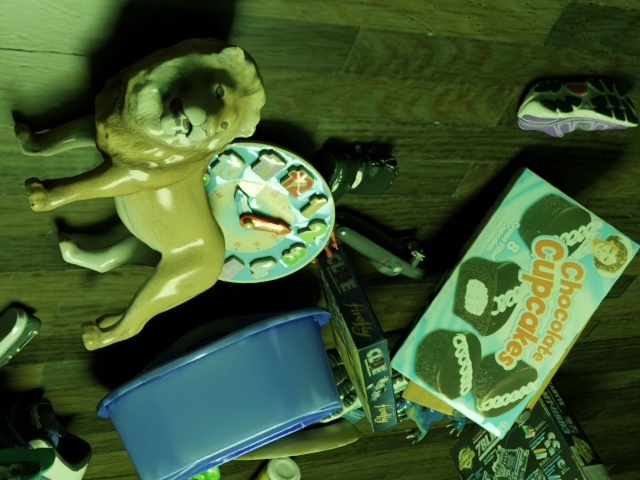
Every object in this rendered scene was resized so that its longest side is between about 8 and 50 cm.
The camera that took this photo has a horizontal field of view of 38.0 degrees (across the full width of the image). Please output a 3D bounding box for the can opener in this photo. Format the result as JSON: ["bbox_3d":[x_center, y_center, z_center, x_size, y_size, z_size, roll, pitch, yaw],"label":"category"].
[{"bbox_3d":[0.079,0.011,1.245,0.073,0.059,0.186,-39,141,19],"label":"can opener"}]

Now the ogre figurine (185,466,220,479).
[{"bbox_3d":[-0.226,0.402,1.522,0.118,0.097,0.197,-21,156,-25],"label":"ogre figurine"}]

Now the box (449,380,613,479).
[{"bbox_3d":[0.396,0.447,1.760,0.073,0.293,0.295,4,134,-31],"label":"box"}]

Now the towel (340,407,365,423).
[{"bbox_3d":[0.018,0.319,1.611,0.119,0.029,0.067,-39,140,18],"label":"towel"}]

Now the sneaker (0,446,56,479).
[{"bbox_3d":[-0.415,0.262,1.116,0.178,0.295,0.124,-16,179,-23],"label":"sneaker"}]

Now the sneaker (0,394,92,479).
[{"bbox_3d":[-0.446,0.285,1.247,0.315,0.127,0.182,14,117,-35],"label":"sneaker"}]

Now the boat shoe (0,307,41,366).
[{"bbox_3d":[-0.398,0.138,1.139,0.142,0.049,0.040,-41,141,17],"label":"boat shoe"}]

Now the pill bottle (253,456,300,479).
[{"bbox_3d":[-0.089,0.443,1.671,0.065,0.065,0.116,5,134,-34],"label":"pill bottle"}]

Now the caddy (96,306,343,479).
[{"bbox_3d":[-0.130,0.197,1.263,0.341,0.179,0.241,-24,167,-2],"label":"caddy"}]

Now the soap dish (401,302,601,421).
[{"bbox_3d":[0.281,0.145,1.413,0.229,0.118,0.291,15,110,-41],"label":"soap dish"}]

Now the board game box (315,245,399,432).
[{"bbox_3d":[0.053,0.142,1.302,0.042,0.165,0.243,-20,144,-6],"label":"board game box"}]

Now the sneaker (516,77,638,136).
[{"bbox_3d":[0.325,-0.164,1.183,0.170,0.068,0.071,2,152,-19],"label":"sneaker"}]

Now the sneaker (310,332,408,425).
[{"bbox_3d":[0.038,0.237,1.468,0.275,0.107,0.110,-14,151,-14],"label":"sneaker"}]

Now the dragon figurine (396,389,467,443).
[{"bbox_3d":[0.222,0.273,1.622,0.289,0.085,0.144,-5,139,-23],"label":"dragon figurine"}]

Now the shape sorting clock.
[{"bbox_3d":[-0.086,-0.027,1.081,0.206,0.040,0.206,-4,127,-5],"label":"shape sorting clock"}]

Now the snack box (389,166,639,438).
[{"bbox_3d":[0.258,0.084,1.260,0.322,0.187,0.060,-56,-178,6],"label":"snack box"}]

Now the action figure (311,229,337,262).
[{"bbox_3d":[0.000,0.000,1.185,0.038,0.030,0.115,-16,159,-4],"label":"action figure"}]

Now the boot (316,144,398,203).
[{"bbox_3d":[0.033,-0.066,1.141,0.099,0.045,0.121,-2,140,-36],"label":"boot"}]

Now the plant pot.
[{"bbox_3d":[-0.055,0.305,1.461,0.236,0.032,0.236,-6,176,0],"label":"plant pot"}]

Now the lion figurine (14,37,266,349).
[{"bbox_3d":[-0.169,-0.039,0.981,0.240,0.142,0.392,-15,145,-10],"label":"lion figurine"}]
